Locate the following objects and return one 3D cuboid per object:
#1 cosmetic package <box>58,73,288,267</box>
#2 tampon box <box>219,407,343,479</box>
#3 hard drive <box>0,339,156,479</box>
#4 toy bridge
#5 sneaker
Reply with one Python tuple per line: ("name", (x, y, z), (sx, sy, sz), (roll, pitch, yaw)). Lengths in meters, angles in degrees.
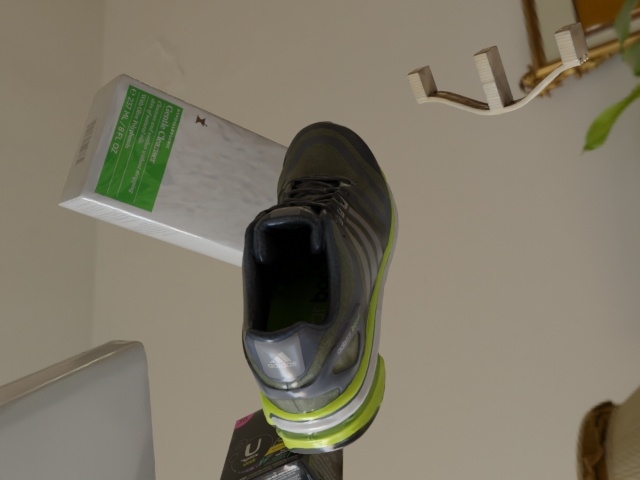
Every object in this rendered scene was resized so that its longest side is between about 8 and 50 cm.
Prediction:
("cosmetic package", (-0.191, -0.088, 1.129), (0.366, 0.155, 0.196), (19, -102, -29))
("tampon box", (-0.046, 0.288, 0.920), (0.101, 0.120, 0.161), (58, -168, -16))
("hard drive", (-0.229, 0.226, 0.515), (0.353, 0.047, 0.232), (-18, -73, -71))
("toy bridge", (0.169, -0.156, 0.701), (0.026, 0.188, 0.063), (-38, -68, -39))
("sneaker", (0.000, 0.000, 0.552), (0.121, 0.111, 0.299), (69, -164, -46))
